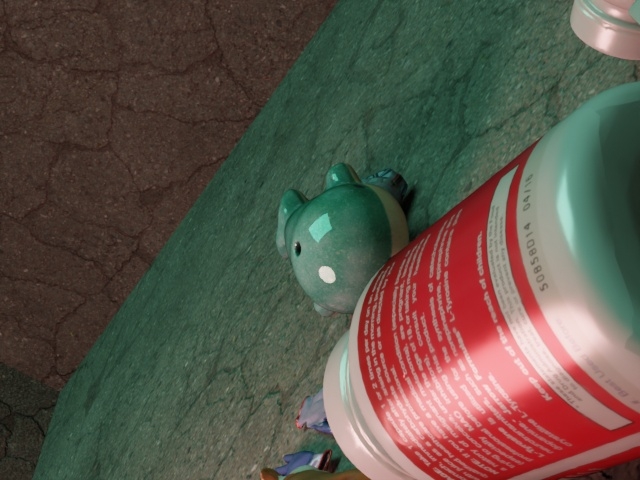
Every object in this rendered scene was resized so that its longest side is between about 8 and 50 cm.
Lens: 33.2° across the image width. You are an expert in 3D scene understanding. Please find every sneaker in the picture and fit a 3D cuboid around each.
[{"bbox_3d":[0.047,-0.030,1.639,0.262,0.104,0.125,-27,19,52],"label":"sneaker"}]

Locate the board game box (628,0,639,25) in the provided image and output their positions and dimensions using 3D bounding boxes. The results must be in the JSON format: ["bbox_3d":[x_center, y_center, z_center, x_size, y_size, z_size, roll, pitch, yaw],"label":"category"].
[{"bbox_3d":[0.387,-0.191,0.673,0.303,0.224,0.097,-53,16,21],"label":"board game box"}]

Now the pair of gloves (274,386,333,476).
[{"bbox_3d":[-0.010,0.261,1.379,0.159,0.023,0.198,-34,29,58],"label":"pair of gloves"}]

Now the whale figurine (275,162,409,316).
[{"bbox_3d":[0.000,0.000,1.463,0.272,0.141,0.216,23,110,53],"label":"whale figurine"}]

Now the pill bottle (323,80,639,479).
[{"bbox_3d":[0.163,0.071,0.824,0.408,0.229,0.229,-43,22,55],"label":"pill bottle"}]

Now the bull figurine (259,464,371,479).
[{"bbox_3d":[0.000,0.313,1.126,0.310,0.101,0.188,-35,33,58],"label":"bull figurine"}]

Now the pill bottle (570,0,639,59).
[{"bbox_3d":[0.333,-0.318,1.048,0.152,0.152,0.272,-77,-3,-46],"label":"pill bottle"}]
